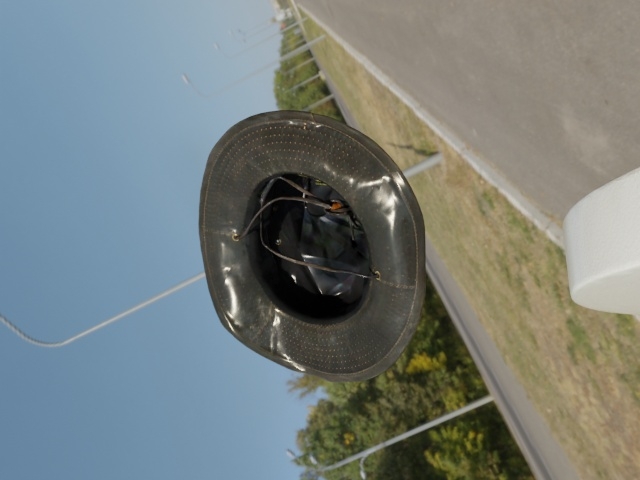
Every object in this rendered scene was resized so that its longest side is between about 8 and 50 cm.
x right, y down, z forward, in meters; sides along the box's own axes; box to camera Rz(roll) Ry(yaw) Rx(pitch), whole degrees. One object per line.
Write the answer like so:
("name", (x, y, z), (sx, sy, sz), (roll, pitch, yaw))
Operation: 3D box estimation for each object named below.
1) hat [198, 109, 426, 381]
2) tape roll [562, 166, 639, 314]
("hat", (0.000, 0.000, 0.701), (0.331, 0.331, 0.134), (64, -148, -7))
("tape roll", (0.394, -0.002, 0.434), (0.392, 0.392, 0.072), (47, -139, -70))
